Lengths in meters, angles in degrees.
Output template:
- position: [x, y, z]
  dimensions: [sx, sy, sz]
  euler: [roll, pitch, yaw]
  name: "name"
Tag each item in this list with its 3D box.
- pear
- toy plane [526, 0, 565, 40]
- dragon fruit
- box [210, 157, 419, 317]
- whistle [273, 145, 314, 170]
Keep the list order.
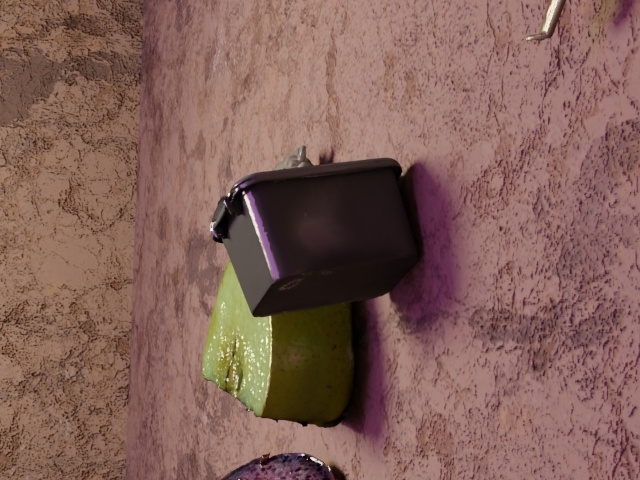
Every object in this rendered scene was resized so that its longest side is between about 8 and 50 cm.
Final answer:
- position: [-0.045, 0.117, 1.613]
  dimensions: [0.292, 0.159, 0.292]
  euler: [-176, 90, -66]
  name: "pear"
- position: [0.229, -0.299, 1.025]
  dimensions: [0.244, 0.092, 0.229]
  euler: [174, 101, -69]
  name: "toy plane"
- position: [-0.059, 0.421, 1.602]
  dimensions: [0.224, 0.218, 0.148]
  euler: [-54, -45, -42]
  name: "dragon fruit"
- position: [0.000, 0.000, 1.416]
  dimensions: [0.163, 0.243, 0.135]
  euler: [-54, 50, 55]
  name: "box"
- position: [-0.053, -0.028, 1.743]
  dimensions: [0.101, 0.105, 0.253]
  euler: [-39, -34, -59]
  name: "whistle"
